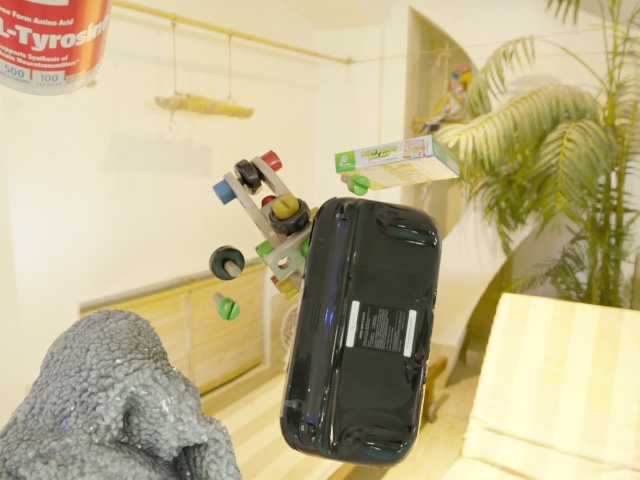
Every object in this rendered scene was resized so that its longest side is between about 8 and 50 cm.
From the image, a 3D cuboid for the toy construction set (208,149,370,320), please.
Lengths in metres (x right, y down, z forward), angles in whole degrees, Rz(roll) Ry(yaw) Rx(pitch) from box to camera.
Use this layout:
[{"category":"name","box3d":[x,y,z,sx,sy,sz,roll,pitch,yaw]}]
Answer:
[{"category":"toy construction set","box3d":[0.000,0.000,0.888,0.308,0.258,0.237,-15,26,-26]}]

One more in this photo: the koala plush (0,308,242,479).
[{"category":"koala plush","box3d":[-0.184,0.171,0.362,0.221,0.204,0.196,-26,16,-39]}]

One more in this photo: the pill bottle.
[{"category":"pill bottle","box3d":[-0.439,-0.437,0.900,0.228,0.229,0.408,-5,-23,-29]}]

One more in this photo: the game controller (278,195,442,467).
[{"category":"game controller","box3d":[0.052,0.104,0.698,0.166,0.320,0.067,11,-11,-6]}]

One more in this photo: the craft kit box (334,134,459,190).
[{"category":"craft kit box","box3d":[0.197,-0.187,1.447,0.246,0.061,0.249,-10,-10,25]}]
